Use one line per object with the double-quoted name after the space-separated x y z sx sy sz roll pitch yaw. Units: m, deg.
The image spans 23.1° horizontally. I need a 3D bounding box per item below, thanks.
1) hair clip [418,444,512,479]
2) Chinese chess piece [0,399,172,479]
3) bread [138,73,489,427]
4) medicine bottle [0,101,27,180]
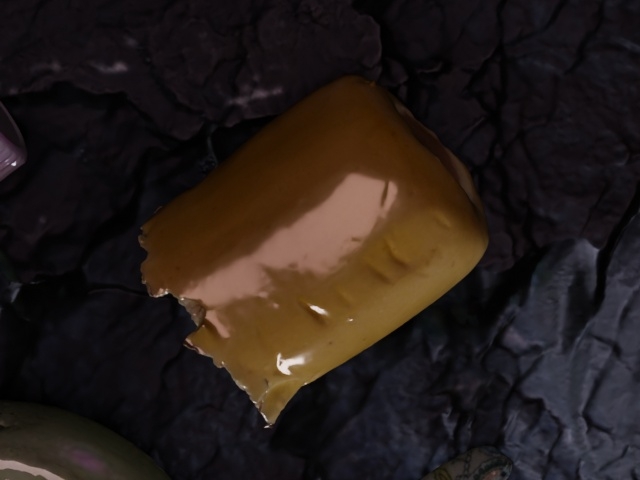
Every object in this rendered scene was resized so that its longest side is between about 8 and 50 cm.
0.017 0.195 0.900 0.229 0.036 0.066 -39 81 5 "hair clip"
-0.178 0.212 0.860 0.250 0.101 0.250 0 98 2 "Chinese chess piece"
0.000 0.000 0.843 0.173 0.085 0.134 -38 99 5 "bread"
-0.255 -0.013 0.838 0.203 0.083 0.083 -36 98 3 "medicine bottle"
